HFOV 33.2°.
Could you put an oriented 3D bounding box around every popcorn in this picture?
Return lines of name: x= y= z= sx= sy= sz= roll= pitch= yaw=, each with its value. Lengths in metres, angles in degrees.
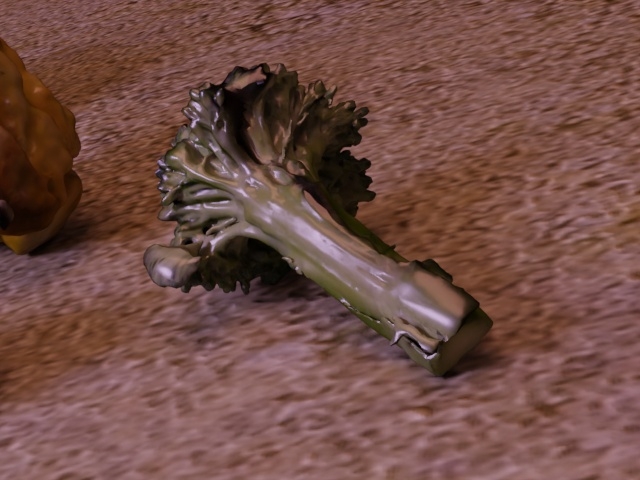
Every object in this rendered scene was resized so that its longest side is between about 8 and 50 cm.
popcorn: x=-0.239 y=-0.072 z=0.682 sx=0.140 sy=0.194 sz=0.163 roll=-57 pitch=9 yaw=-28

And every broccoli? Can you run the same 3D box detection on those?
broccoli: x=0.001 y=-0.002 z=0.517 sx=0.122 sy=0.118 sz=0.204 roll=2 pitch=29 yaw=-40
